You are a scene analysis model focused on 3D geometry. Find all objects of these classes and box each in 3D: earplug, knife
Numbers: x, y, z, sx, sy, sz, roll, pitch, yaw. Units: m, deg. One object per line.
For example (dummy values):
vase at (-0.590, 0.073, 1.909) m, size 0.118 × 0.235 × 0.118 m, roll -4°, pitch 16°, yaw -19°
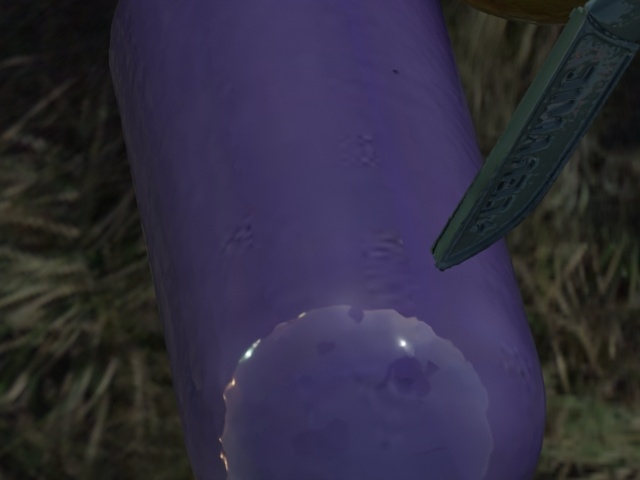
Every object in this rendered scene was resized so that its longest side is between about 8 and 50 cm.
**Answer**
earplug at (0.000, 0.000, 0.946) m, size 0.215 × 0.456 × 0.215 m, roll -4°, pitch 126°, yaw -6°
knife at (0.085, -0.064, 0.505) m, size 0.015 × 0.028 × 0.210 m, roll 58°, pitch 138°, yaw 30°

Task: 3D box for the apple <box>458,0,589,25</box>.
apple at (0.200, -0.382, 1.484) m, size 0.334 × 0.400 × 0.400 m, roll 17°, pitch 112°, yaw -26°
